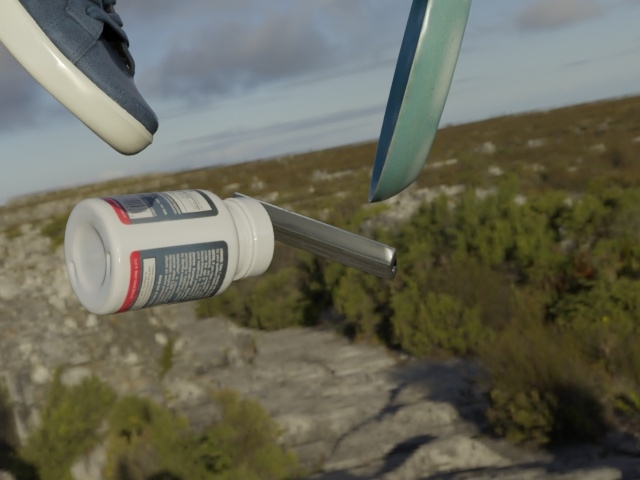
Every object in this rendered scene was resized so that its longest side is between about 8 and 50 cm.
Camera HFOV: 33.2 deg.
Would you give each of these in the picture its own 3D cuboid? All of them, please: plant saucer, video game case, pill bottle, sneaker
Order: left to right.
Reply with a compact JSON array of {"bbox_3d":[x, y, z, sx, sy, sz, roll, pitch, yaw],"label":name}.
[{"bbox_3d":[-0.188,-0.227,0.766,0.148,0.350,0.131,-34,-11,-1],"label":"sneaker"},{"bbox_3d":[-0.139,0.007,1.019,0.180,0.108,0.108,-7,2,-38],"label":"pill bottle"},{"bbox_3d":[0.000,0.000,1.330,0.196,0.026,0.274,20,-3,6],"label":"video game case"},{"bbox_3d":[0.105,-0.187,1.067,0.043,0.318,0.317,13,6,-1],"label":"plant saucer"}]
